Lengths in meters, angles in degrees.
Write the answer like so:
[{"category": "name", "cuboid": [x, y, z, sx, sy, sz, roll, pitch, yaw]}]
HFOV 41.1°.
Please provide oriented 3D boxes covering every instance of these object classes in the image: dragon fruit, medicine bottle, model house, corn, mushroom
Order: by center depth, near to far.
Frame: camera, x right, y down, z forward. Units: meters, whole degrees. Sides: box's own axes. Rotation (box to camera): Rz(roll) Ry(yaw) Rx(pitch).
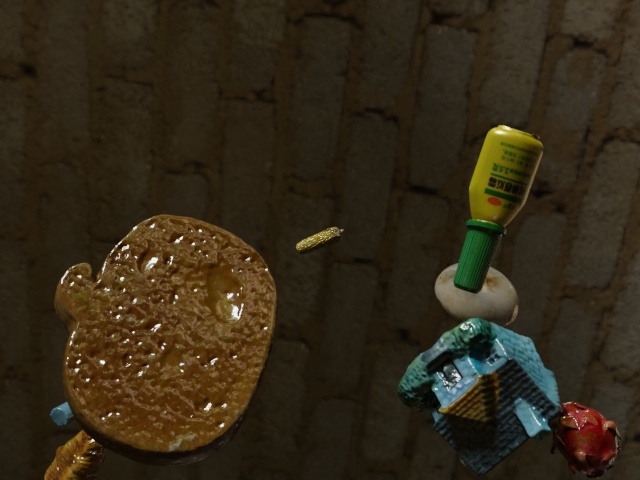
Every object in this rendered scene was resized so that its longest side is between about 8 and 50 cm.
[{"category": "corn", "cuboid": [0.000, 0.000, 1.400, 0.028, 0.083, 0.027, 51, -162, -67]}, {"category": "medicine bottle", "cuboid": [0.313, -0.053, 1.560, 0.076, 0.111, 0.308, -124, 51, -78]}, {"category": "model house", "cuboid": [0.324, 0.336, 1.717, 0.261, 0.226, 0.241, -49, 41, 25]}, {"category": "dragon fruit", "cuboid": [0.550, 0.408, 1.764, 0.133, 0.136, 0.165, -33, 79, 44]}, {"category": "mushroom", "cuboid": [0.404, 0.157, 2.235, 0.226, 0.227, 0.178, -86, 18, -69]}]

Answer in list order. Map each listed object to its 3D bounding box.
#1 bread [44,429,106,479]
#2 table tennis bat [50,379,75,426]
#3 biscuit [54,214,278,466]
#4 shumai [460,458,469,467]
[{"category": "bread", "cuboid": [-0.474, 0.448, 1.639, 0.233, 0.076, 0.105, -53, 41, 6]}, {"category": "table tennis bat", "cuboid": [-0.480, 0.328, 1.889, 0.044, 0.215, 0.329, -70, -13, 19]}, {"category": "biscuit", "cuboid": [-0.224, 0.128, 1.207, 0.063, 0.314, 0.367, 117, 172, -57]}, {"category": "shumai", "cuboid": [0.440, 0.493, 2.225, 0.161, 0.153, 0.209, 157, 124, -71]}]
